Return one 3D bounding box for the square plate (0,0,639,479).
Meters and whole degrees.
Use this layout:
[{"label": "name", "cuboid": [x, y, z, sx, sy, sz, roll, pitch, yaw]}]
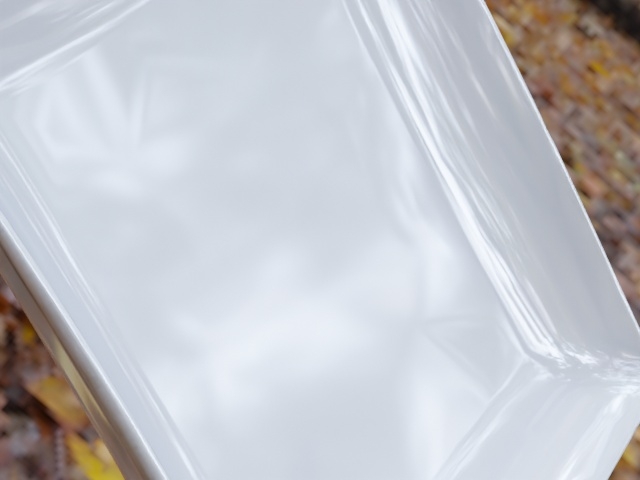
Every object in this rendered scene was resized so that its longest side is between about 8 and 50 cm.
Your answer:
[{"label": "square plate", "cuboid": [0.000, 0.000, 0.730, 0.347, 0.049, 0.344, 62, 36, -13]}]
